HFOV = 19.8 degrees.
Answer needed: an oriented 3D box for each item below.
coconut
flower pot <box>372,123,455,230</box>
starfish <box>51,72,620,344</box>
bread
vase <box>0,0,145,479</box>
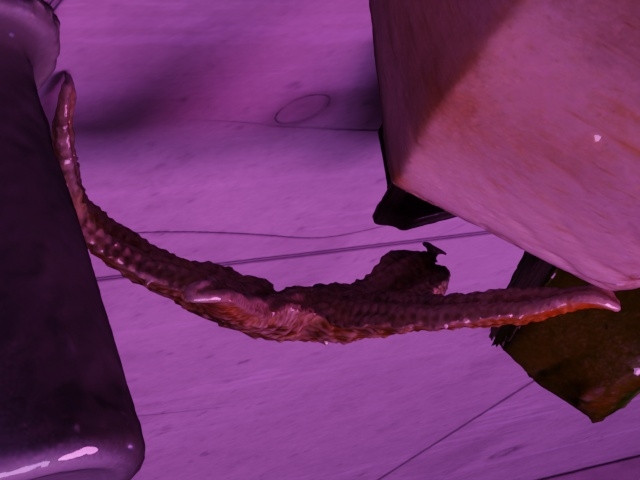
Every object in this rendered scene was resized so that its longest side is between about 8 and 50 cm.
[{"bbox_3d":[0.160,-0.133,1.074,0.329,0.329,0.329,-19,163,-6],"label":"coconut"},{"bbox_3d":[0.129,-0.104,1.433,0.179,0.084,0.251,-14,161,-18],"label":"flower pot"},{"bbox_3d":[-0.005,0.011,1.262,0.398,0.132,0.384,18,174,-23],"label":"starfish"},{"bbox_3d":[0.270,-0.041,1.385,0.366,0.129,0.382,-59,179,-7],"label":"bread"},{"bbox_3d":[-0.222,0.025,1.079,0.245,0.291,0.245,-21,162,-7],"label":"vase"}]
